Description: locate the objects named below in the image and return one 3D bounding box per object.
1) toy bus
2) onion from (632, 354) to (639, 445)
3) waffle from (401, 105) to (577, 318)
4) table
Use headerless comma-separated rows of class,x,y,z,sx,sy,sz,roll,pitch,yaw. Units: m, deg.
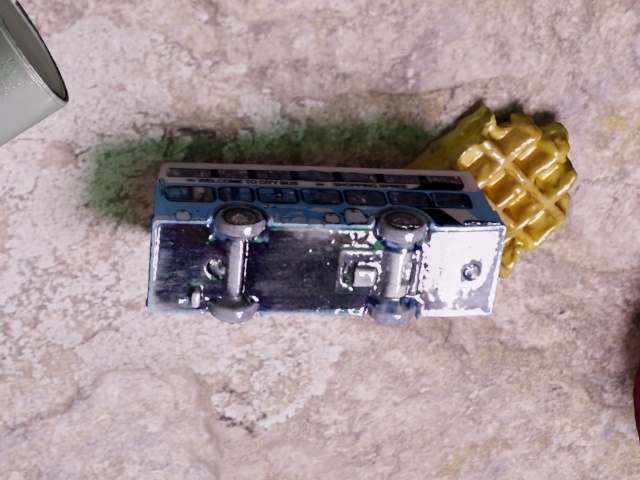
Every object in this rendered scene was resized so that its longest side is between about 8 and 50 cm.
toy bus,0.000,0.000,1.480,0.297,0.131,0.106,2,119,-8
onion,0.516,0.143,1.793,0.385,0.348,0.347,-27,149,-54
waffle,0.150,-0.033,1.612,0.211,0.055,0.160,-40,132,11
table,-0.313,-0.098,1.298,0.220,0.126,0.126,-32,134,4
